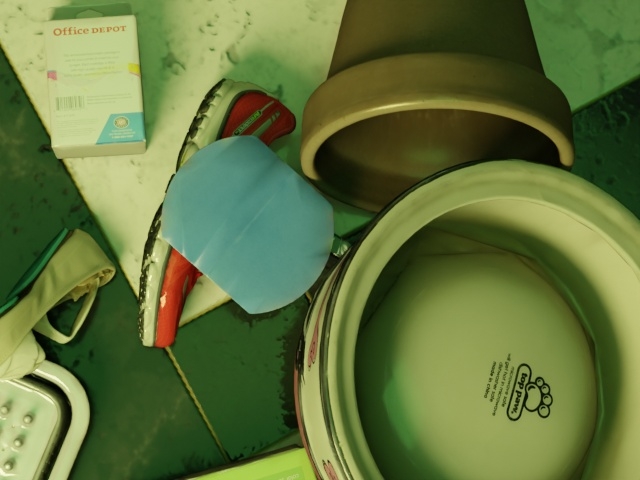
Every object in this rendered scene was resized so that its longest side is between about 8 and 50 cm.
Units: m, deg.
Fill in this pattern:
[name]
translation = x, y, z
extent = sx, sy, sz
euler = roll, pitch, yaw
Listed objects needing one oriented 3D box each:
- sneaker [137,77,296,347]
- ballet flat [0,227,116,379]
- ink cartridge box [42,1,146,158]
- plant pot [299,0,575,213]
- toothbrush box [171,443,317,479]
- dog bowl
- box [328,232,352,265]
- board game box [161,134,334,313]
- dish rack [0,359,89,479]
[sneaker]
translation = -0.099, -0.019, 1.874
extent = 0.118, 0.107, 0.279
euler = 22, 85, -7
[ballet flat]
translation = -0.276, 0.079, 1.814
extent = 0.086, 0.086, 0.248
euler = 40, 47, 0
[ink cartridge box]
translation = -0.220, -0.158, 1.881
extent = 0.092, 0.090, 0.143
euler = -4, 85, -5
[plant pot]
translation = 0.113, -0.172, 1.849
extent = 0.263, 0.263, 0.229
euler = 3, 66, -4
[toothbrush box]
translation = -0.075, 0.358, 1.835
extent = 0.206, 0.122, 0.283
euler = -17, 86, -6
[dog bowl]
translation = 0.156, 0.135, 1.803
extent = 0.408, 0.150, 0.408
euler = 5, 78, -25
[box]
translation = 0.000, 0.000, 1.887
extent = 0.067, 0.083, 0.018
euler = 33, 83, -2
[board game box]
translation = -0.070, -0.016, 1.824
extent = 0.168, 0.033, 0.133
euler = 41, 77, -11
[dish rack]
translation = -0.399, 0.240, 1.847
extent = 0.285, 0.072, 0.333
euler = 22, 84, -1
